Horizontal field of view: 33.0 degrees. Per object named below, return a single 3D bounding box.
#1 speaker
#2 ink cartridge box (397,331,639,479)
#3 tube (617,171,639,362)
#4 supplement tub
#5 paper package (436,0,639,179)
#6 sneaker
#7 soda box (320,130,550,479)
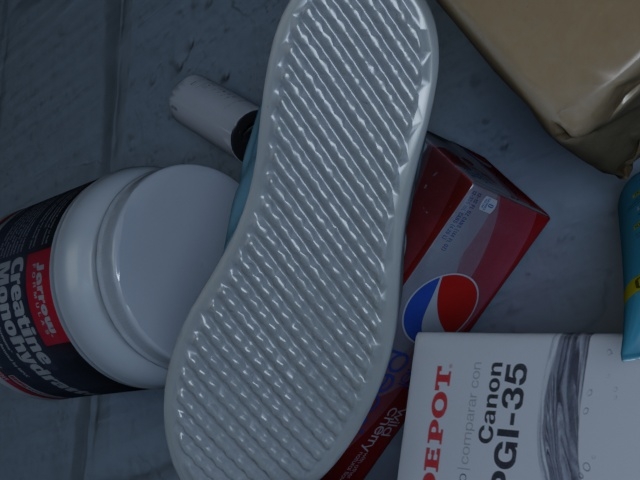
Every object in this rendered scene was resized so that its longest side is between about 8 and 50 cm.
[{"bbox_3d":[-0.092,-0.117,1.034,0.136,0.055,0.055,33,101,50],"label":"speaker"},{"bbox_3d":[0.170,0.156,0.553,0.283,0.117,0.207,-5,72,49],"label":"ink cartridge box"},{"bbox_3d":[0.187,0.012,0.554,0.080,0.052,0.207,-18,15,16],"label":"tube"},{"bbox_3d":[-0.184,0.041,0.968,0.272,0.191,0.191,-14,64,47],"label":"supplement tub"},{"bbox_3d":[0.165,-0.258,0.588,0.309,0.168,0.325,-43,71,19],"label":"paper package"},{"bbox_3d":[0.000,0.000,0.715,0.150,0.135,0.366,-62,-8,-76],"label":"sneaker"},{"bbox_3d":[0.043,0.056,0.776,0.263,0.083,0.092,-57,39,17],"label":"soda box"}]
